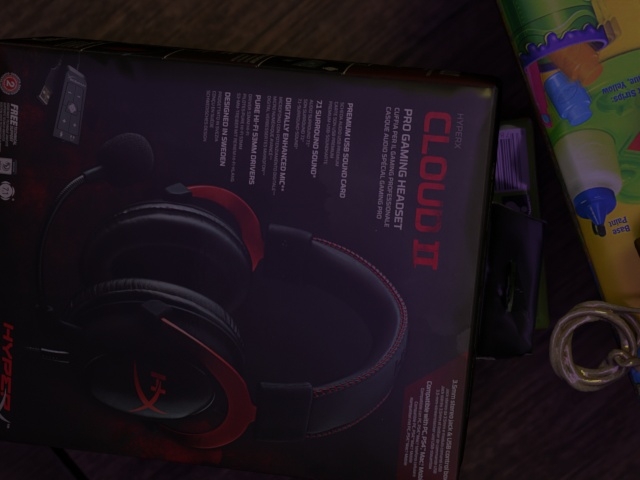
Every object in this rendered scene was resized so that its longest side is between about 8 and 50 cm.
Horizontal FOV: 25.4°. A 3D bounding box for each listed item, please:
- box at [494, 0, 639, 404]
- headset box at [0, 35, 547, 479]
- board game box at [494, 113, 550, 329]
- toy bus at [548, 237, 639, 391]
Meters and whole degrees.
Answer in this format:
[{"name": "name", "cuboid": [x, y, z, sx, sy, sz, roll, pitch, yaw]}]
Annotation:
[{"name": "box", "cuboid": [0.254, -0.091, 0.724, 0.290, 0.177, 0.279, -19, 97, 9]}, {"name": "headset box", "cuboid": [-0.027, 0.008, 0.774, 0.293, 0.110, 0.218, 7, 100, 6]}, {"name": "board game box", "cuboid": [0.000, 0.000, 0.842, 0.259, 0.039, 0.124, -5, 99, 5]}, {"name": "toy bus", "cuboid": [0.219, 0.010, 0.604, 0.191, 0.104, 0.202, 19, 102, 2]}]
